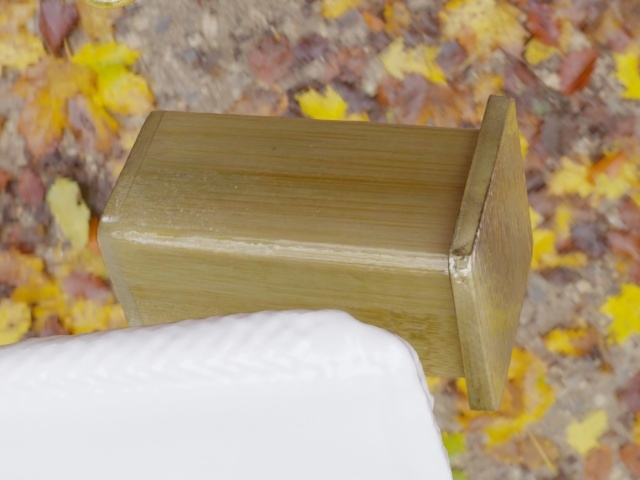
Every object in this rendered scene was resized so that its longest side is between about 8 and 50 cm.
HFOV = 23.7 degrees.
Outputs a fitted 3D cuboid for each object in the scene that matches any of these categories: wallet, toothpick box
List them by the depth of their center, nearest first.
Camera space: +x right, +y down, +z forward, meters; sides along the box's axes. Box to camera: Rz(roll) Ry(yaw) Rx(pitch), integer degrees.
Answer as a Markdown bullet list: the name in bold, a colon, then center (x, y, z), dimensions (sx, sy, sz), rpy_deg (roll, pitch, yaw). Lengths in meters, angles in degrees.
- **wallet**: center (-0.046, 0.074, 0.551), dimensions (0.183, 0.032, 0.124), rpy_deg (-7, 132, 12)
- **toothpick box**: center (0.000, 0.000, 1.227), dimensions (0.308, 0.187, 0.190), rpy_deg (5, 140, 16)

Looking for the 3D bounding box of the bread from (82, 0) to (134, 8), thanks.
- **bread**: center (-0.159, -0.232, 1.186), dimensions (0.110, 0.024, 0.110), rpy_deg (-3, 80, 17)
